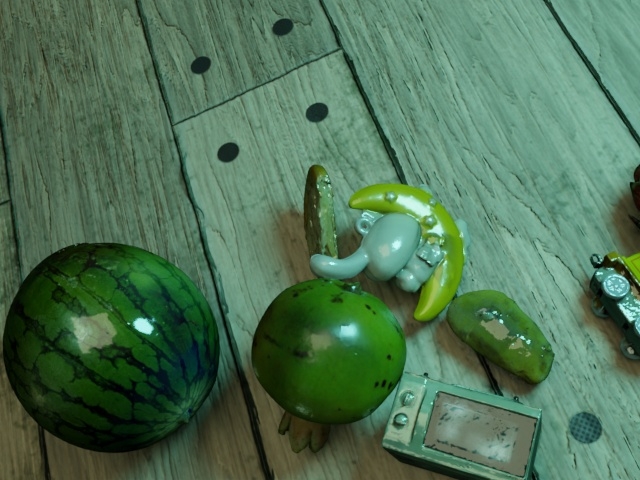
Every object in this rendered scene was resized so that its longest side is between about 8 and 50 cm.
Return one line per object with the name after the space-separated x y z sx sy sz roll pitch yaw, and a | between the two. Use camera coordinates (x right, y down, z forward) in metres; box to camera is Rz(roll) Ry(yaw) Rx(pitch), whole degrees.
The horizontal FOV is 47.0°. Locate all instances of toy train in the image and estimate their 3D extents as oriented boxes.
0.500 0.098 1.125 0.127 0.089 0.219 -24 60 -6 | toy train

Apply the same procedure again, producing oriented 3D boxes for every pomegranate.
0.000 0.201 1.120 0.236 0.236 0.302 32 116 27 | pomegranate

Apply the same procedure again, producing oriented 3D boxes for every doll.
0.131 0.011 1.229 0.237 0.111 0.252 35 66 -9 | doll

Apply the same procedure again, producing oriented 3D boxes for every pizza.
0.000 0.000 1.295 0.034 0.181 0.262 -7 86 -12 | pizza

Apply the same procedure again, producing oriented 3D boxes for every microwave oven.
0.213 0.283 1.083 0.204 0.163 0.129 12 71 21 | microwave oven

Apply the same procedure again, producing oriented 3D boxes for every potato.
0.289 0.149 1.168 0.105 0.085 0.188 -44 66 -3 | potato

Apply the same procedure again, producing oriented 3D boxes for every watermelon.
-0.338 0.175 1.209 0.363 0.363 0.363 -7 65 14 | watermelon

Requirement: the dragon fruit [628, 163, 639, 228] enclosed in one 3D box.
0.570 -0.081 1.140 0.182 0.182 0.189 2 85 18 | dragon fruit
